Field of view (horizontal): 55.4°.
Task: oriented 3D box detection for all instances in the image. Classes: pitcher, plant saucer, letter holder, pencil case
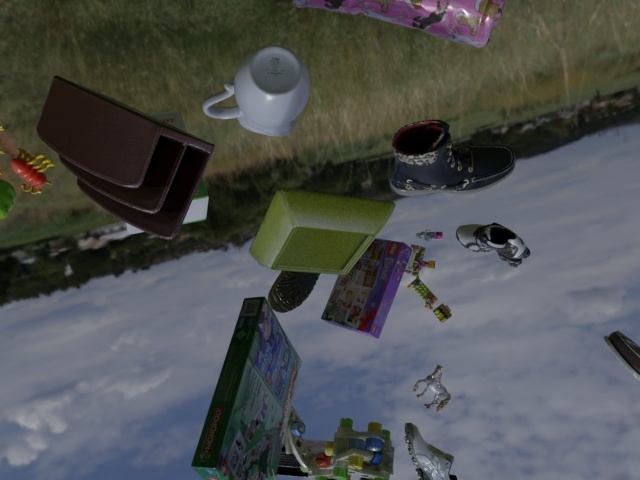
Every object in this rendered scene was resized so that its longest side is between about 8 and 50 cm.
[{"bbox_3d":[-0.112,-0.248,1.039,0.177,0.126,0.207,-3,173,-11],"label":"pitcher"},{"bbox_3d":[0.000,0.000,0.948,0.188,0.045,0.188,5,147,-19],"label":"plant saucer"},{"bbox_3d":[-0.391,-0.148,1.154,0.301,0.215,0.152,27,-173,27],"label":"letter holder"},{"bbox_3d":[0.136,-0.461,1.092,0.385,0.160,0.167,13,170,2],"label":"pencil case"}]

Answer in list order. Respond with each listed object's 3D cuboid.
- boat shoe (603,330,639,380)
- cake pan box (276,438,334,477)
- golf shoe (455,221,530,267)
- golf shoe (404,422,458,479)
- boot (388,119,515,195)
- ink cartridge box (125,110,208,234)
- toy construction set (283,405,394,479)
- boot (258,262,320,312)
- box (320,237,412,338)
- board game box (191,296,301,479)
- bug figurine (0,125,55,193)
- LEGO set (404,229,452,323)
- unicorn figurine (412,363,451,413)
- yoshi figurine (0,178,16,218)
[{"bbox_3d":[0.891,0.347,1.590,0.097,0.324,0.116,-50,168,25],"label":"boat shoe"},{"bbox_3d":[-0.080,0.605,1.706,0.245,0.070,0.267,1,170,4],"label":"cake pan box"},{"bbox_3d":[0.396,-0.014,1.425,0.198,0.094,0.077,23,-115,46],"label":"golf shoe"},{"bbox_3d":[0.226,0.440,1.247,0.085,0.176,0.069,-21,-163,4],"label":"golf shoe"},{"bbox_3d":[0.235,-0.148,1.073,0.236,0.085,0.179,-8,162,6],"label":"boot"},{"bbox_3d":[-0.412,-0.173,1.517,0.198,0.273,0.115,-12,154,-20],"label":"ink cartridge box"},{"bbox_3d":[0.026,0.460,1.319,0.327,0.151,0.215,-5,150,45],"label":"toy construction set"},{"bbox_3d":[-0.098,0.071,1.606,0.236,0.089,0.269,-47,-154,-17],"label":"boot"},{"bbox_3d":[0.139,0.134,1.852,0.200,0.294,0.057,11,163,45],"label":"box"},{"bbox_3d":[-0.115,0.289,1.065,0.046,0.214,0.317,-4,-135,19],"label":"board game box"},{"bbox_3d":[-0.707,-0.189,1.293,0.278,0.072,0.216,14,156,33],"label":"bug figurine"},{"bbox_3d":[0.317,0.112,1.834,0.132,0.287,0.107,-7,176,8],"label":"LEGO set"},{"bbox_3d":[0.329,0.425,1.771,0.111,0.162,0.060,-39,-144,0],"label":"unicorn figurine"},{"bbox_3d":[-0.505,-0.067,0.766,0.202,0.363,0.203,-1,167,-43],"label":"yoshi figurine"}]
